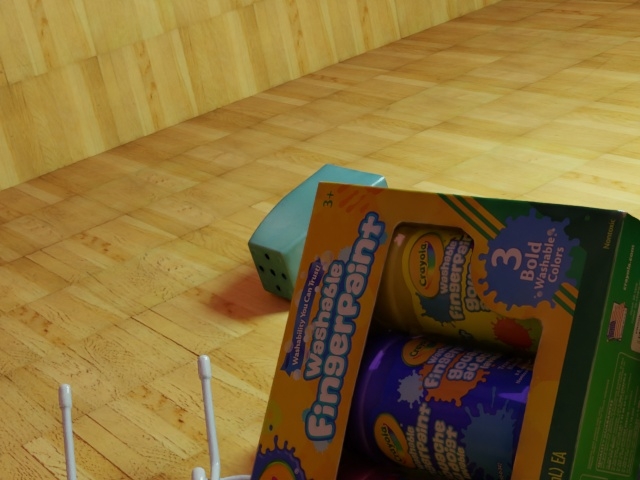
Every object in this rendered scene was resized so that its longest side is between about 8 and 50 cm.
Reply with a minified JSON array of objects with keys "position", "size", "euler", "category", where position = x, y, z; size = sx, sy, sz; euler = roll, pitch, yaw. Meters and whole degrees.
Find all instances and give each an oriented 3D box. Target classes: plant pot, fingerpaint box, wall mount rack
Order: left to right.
[{"position":[-0.242,0.294,1.530],"size":[0.350,0.131,0.304],"euler":[-11,22,0],"category":"wall mount rack"},{"position":[0.000,0.000,2.082],"size":[0.234,0.166,0.165],"euler":[-35,31,-28],"category":"plant pot"},{"position":[0.131,0.180,1.209],"size":[0.371,0.445,0.163],"euler":[9,-8,39],"category":"fingerpaint box"}]

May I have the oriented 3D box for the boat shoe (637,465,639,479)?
[{"position":[0.272,0.270,1.348],"size":[0.285,0.092,0.103],"euler":[3,54,38],"category":"boat shoe"}]
